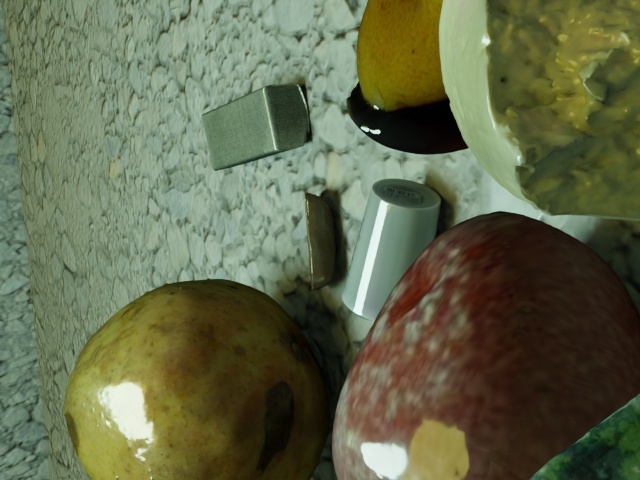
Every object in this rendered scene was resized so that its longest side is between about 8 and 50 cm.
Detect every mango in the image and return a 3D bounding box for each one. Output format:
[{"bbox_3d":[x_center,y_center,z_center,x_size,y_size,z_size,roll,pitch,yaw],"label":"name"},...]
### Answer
[{"bbox_3d":[0.117,-0.177,0.812,0.287,0.152,0.201,137,122,-62],"label":"mango"}]

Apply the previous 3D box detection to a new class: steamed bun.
[{"bbox_3d":[0.171,-0.100,0.620,0.200,0.225,0.170,-136,45,-60],"label":"steamed bun"}]

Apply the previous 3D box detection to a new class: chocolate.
[{"bbox_3d":[0.000,0.000,1.269,0.064,0.031,0.101,148,118,-83],"label":"chocolate"}]

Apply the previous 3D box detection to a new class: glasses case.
[{"bbox_3d":[-0.074,-0.124,1.379,0.205,0.047,0.071,-8,94,66],"label":"glasses case"}]

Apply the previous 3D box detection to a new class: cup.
[{"bbox_3d":[0.064,0.004,1.096,0.104,0.074,0.116,-81,1,-65],"label":"cup"}]

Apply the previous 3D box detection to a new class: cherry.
[{"bbox_3d":[0.117,0.127,0.829,0.236,0.213,0.285,-4,69,47],"label":"cherry"}]

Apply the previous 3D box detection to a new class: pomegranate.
[{"bbox_3d":[-0.128,0.170,1.304,0.281,0.281,0.281,173,90,-66],"label":"pomegranate"}]

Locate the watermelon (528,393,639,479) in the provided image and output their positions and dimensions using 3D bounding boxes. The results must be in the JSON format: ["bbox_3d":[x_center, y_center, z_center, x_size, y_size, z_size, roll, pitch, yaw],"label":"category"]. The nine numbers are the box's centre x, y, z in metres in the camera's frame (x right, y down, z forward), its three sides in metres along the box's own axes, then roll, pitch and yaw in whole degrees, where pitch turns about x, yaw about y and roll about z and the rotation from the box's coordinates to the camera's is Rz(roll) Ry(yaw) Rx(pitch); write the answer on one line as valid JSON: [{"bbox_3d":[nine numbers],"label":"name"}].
[{"bbox_3d":[0.246,0.145,0.588,0.201,0.261,0.213,69,177,-61],"label":"watermelon"}]
